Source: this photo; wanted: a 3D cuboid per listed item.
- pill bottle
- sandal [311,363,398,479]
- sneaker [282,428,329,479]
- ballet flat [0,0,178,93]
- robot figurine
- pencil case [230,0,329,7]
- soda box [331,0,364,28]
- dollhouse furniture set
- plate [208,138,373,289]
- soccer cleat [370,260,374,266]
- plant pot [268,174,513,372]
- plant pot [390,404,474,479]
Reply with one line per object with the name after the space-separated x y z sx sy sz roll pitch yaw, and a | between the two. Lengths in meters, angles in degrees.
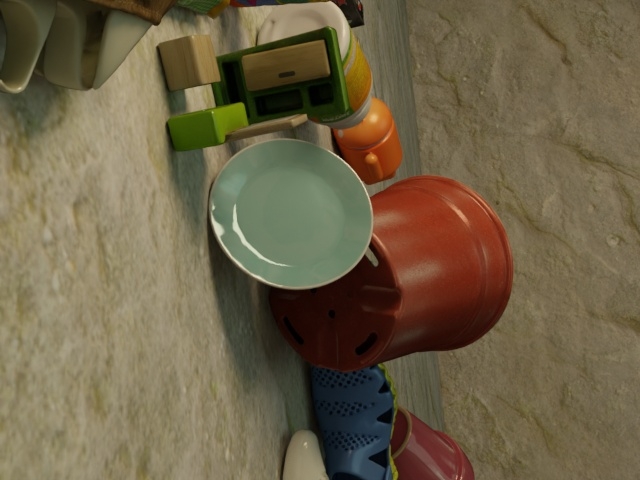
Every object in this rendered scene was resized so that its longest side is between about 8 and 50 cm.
0.006 -0.263 1.044 0.246 0.136 0.136 33 51 -70 | pill bottle
0.052 0.303 0.983 0.138 0.126 0.317 -44 124 -66 | sandal
0.005 0.344 0.830 0.080 0.094 0.212 47 38 -63 | sneaker
-0.177 -0.154 0.409 0.342 0.116 0.124 -46 147 -71 | ballet flat
0.097 -0.211 1.379 0.158 0.128 0.219 -59 149 -22 | robot figurine
-0.016 -0.340 0.810 0.104 0.236 0.104 6 90 -66 | pencil case
0.052 -0.540 1.493 0.169 0.060 0.053 31 52 -70 | soda box
-0.084 -0.262 0.685 0.197 0.151 0.301 -52 132 -69 | dollhouse furniture set
-0.033 -0.030 0.752 0.024 0.188 0.188 118 -26 -64 | plate
0.083 0.095 1.307 0.179 0.060 0.072 70 21 -47 | soccer cleat
0.086 0.049 0.910 0.265 0.272 0.272 -9 92 -53 | plant pot
0.144 0.393 1.165 0.180 0.201 0.201 55 27 -28 | plant pot
